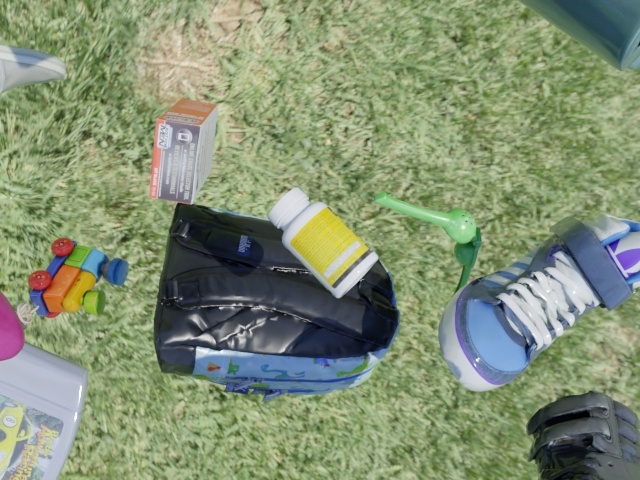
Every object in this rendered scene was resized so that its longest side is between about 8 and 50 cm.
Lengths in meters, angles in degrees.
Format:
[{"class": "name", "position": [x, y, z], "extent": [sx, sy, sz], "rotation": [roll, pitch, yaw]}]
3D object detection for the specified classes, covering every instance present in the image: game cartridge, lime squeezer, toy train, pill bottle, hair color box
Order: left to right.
[{"class": "game cartridge", "position": [-0.469, 0.296, 1.111], "extent": [0.196, 0.060, 0.294], "rotation": [25, 81, -11]}, {"class": "toy train", "position": [-0.470, 0.113, 1.420], "extent": [0.143, 0.105, 0.248], "rotation": [10, 47, 11]}, {"class": "hair color box", "position": [-0.162, -0.112, 0.916], "extent": [0.053, 0.167, 0.093], "rotation": [8, 107, -5]}, {"class": "pill bottle", "position": [0.000, 0.000, 0.810], "extent": [0.116, 0.065, 0.065], "rotation": [45, 76, 6]}, {"class": "lime squeezer", "position": [0.202, 0.012, 1.183], "extent": [0.110, 0.059, 0.310], "rotation": [-30, 135, 11]}]

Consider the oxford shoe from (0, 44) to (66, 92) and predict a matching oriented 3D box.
[{"class": "oxford shoe", "position": [-0.637, -0.266, 1.283], "extent": [0.449, 0.169, 0.130], "rotation": [-16, 100, -52]}]

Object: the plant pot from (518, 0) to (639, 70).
[{"class": "plant pot", "position": [0.300, -0.387, 0.836], "extent": [0.341, 0.341, 0.334], "rotation": [-38, 73, -16]}]

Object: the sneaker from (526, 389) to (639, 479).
[{"class": "sneaker", "position": [0.189, 0.190, 0.587], "extent": [0.295, 0.104, 0.147], "rotation": [23, 49, -52]}]

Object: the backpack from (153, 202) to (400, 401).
[{"class": "backpack", "position": [-0.056, 0.106, 1.176], "extent": [0.355, 0.273, 0.290], "rotation": [-1, 51, -2]}]

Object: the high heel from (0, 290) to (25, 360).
[{"class": "high heel", "position": [-0.492, 0.005, 0.879], "extent": [0.377, 0.181, 0.127], "rotation": [38, 52, -16]}]

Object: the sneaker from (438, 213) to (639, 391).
[{"class": "sneaker", "position": [0.307, 0.056, 0.968], "extent": [0.322, 0.236, 0.130], "rotation": [-26, 81, -51]}]
